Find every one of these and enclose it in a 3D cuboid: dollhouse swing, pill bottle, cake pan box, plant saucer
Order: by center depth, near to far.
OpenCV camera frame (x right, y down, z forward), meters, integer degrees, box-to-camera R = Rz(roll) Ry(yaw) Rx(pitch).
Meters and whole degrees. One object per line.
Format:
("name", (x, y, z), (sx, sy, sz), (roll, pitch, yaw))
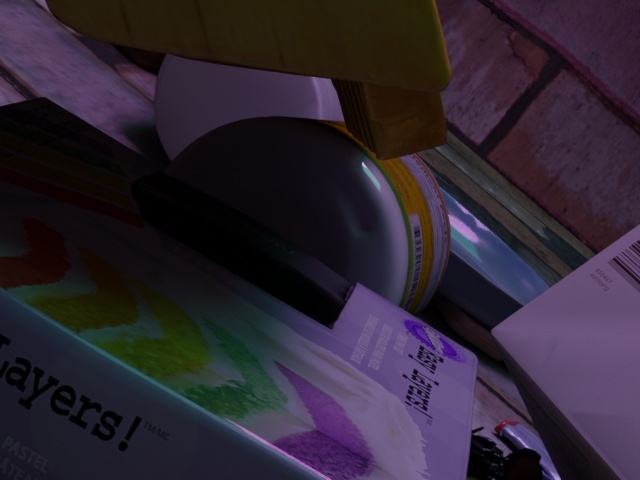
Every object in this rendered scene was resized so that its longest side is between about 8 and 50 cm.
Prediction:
("cake pan box", (-0.059, 0.039, 0.557), (0.246, 0.070, 0.267), (33, 12, 3))
("dollhouse swing", (-0.144, -0.158, 0.581), (0.347, 0.305, 0.315), (-113, -172, -82))
("pill bottle", (0.000, 0.000, 0.811), (0.136, 0.136, 0.246), (41, 11, 7))
("pill bottle", (-0.036, -0.102, 1.056), (0.152, 0.152, 0.272), (40, 11, 2))
("plant saucer", (0.104, -0.008, 1.319), (0.318, 0.043, 0.317), (37, 11, -9))

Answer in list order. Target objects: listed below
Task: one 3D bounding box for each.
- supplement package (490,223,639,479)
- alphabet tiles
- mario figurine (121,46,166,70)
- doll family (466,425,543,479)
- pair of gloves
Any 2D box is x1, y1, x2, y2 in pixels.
("supplement package", (0.258, 0.126, 0.805), (0.198, 0.199, 0.262), (51, -7, 45))
("alphabet tiles", (0.130, 0.044, 1.369), (0.278, 0.021, 0.284), (34, 13, -29))
("mario figurine", (-0.038, -0.257, 1.213), (0.198, 0.320, 0.170), (32, 13, -34))
("doll family", (0.085, 0.142, 0.723), (0.193, 0.076, 0.111), (37, 6, -42))
("pair of gloves", (0.207, 0.187, 1.055), (0.159, 0.023, 0.198), (45, 12, 27))
